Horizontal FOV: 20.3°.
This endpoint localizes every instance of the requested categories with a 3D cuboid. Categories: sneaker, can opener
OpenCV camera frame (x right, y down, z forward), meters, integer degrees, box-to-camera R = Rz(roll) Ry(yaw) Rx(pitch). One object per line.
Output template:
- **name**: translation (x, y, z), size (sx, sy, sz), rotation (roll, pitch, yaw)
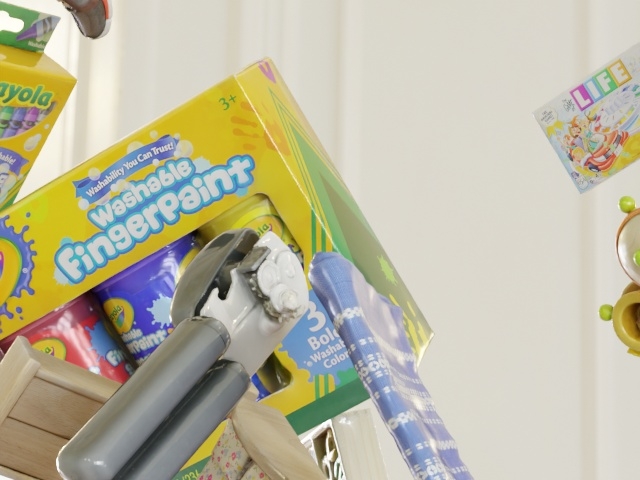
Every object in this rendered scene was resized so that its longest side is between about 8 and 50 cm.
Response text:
- **sneaker**: translation (-0.239, -0.242, 1.639), size (0.061, 0.065, 0.158), rotation (36, -28, 37)
- **can opener**: translation (-0.094, 0.093, 1.260), size (0.093, 0.074, 0.280), rotation (-7, 31, 36)

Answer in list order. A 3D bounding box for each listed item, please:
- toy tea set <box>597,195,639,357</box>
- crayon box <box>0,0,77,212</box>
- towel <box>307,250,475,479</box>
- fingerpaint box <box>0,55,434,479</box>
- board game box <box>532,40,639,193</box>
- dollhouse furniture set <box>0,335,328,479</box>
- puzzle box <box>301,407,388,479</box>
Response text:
- **toy tea set**: translation (0.439, 0.077, 1.877), size (0.336, 0.200, 0.124), rotation (18, 25, 31)
- **crayon box**: translation (-0.445, -0.144, 2.256), size (0.083, 0.323, 0.203), rotation (38, 17, 32)
- **towel**: translation (0.094, 0.168, 1.174), size (0.040, 0.336, 0.243), rotation (-29, -15, 3)
- **fingerpaint box**: translation (-0.163, 0.071, 1.961), size (0.445, 0.371, 0.163), rotation (-28, 6, 17)
- **board game box**: translation (0.312, -0.132, 1.875), size (0.154, 0.103, 0.026), rotation (-34, -9, 28)
- **dollhouse furniture set**: translation (-0.166, 0.248, 1.436), size (0.174, 0.303, 0.355), rotation (27, 12, -34)
- **puzzle box**: translation (0.012, 0.383, 2.175), size (0.052, 0.272, 0.409), rotation (-10, -16, -19)
